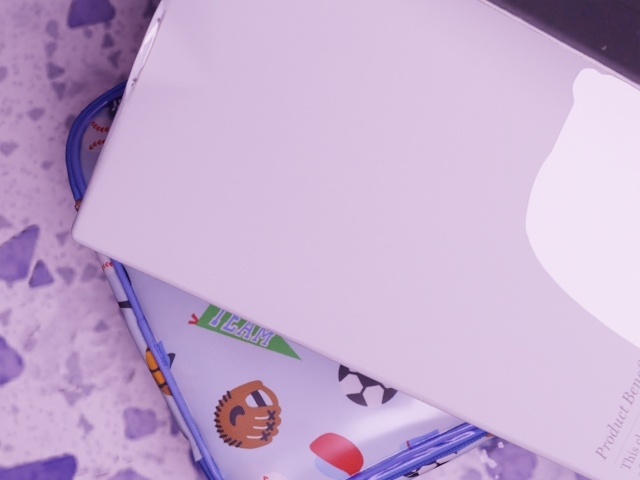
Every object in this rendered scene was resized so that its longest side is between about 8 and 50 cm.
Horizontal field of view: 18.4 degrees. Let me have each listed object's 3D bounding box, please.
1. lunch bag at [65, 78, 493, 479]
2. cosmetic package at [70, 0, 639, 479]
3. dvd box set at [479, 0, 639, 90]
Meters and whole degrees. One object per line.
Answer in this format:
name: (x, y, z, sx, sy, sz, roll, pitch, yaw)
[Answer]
lunch bag: (0.000, 0.000, 1.175, 0.243, 0.115, 0.303, -25, 79, 4)
cosmetic package: (0.093, -0.024, 1.016, 0.385, 0.156, 0.217, 27, 99, 7)
dvd box set: (0.275, -0.100, 0.954, 0.307, 0.420, 0.062, 35, 116, 33)
